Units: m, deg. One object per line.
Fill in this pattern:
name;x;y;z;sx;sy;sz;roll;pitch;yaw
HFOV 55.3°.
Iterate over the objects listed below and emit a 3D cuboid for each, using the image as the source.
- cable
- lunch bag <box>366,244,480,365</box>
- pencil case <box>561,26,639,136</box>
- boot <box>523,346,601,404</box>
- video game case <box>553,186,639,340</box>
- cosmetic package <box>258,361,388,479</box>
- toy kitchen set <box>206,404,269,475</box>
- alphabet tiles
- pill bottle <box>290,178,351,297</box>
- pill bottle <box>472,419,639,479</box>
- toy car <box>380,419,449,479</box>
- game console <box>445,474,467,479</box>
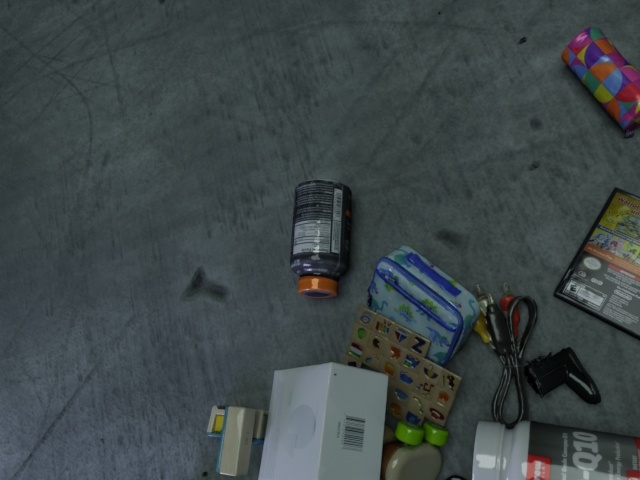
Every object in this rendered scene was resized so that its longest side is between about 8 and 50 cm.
cable;0.369;0.220;1.195;0.139;0.072;0.288;-11;81;-2
lunch bag;0.196;0.124;1.201;0.090;0.176;0.219;-31;58;-35
pencil case;0.601;-0.329;1.253;0.104;0.104;0.236;-31;67;8
boot;0.443;0.261;1.127;0.099;0.045;0.121;-20;64;-11
video game case;0.628;0.063;1.149;0.274;0.035;0.248;30;85;26
cosmetic package;0.003;0.360;1.153;0.224;0.138;0.224;-23;54;55
toy kitchen set;-0.189;0.398;1.234;0.166;0.207;0.122;0;72;20
alphabet tiles;0.155;0.262;1.209;0.237;0.009;0.198;25;115;24
pill bottle;0.000;0.000;1.340;0.130;0.130;0.246;-2;72;19
pill bottle;0.410;0.399;1.045;0.283;0.161;0.161;4;74;20
toy car;0.127;0.403;1.185;0.188;0.148;0.155;19;91;49
game console;0.237;0.597;1.038;0.250;0.173;0.293;35;86;25
